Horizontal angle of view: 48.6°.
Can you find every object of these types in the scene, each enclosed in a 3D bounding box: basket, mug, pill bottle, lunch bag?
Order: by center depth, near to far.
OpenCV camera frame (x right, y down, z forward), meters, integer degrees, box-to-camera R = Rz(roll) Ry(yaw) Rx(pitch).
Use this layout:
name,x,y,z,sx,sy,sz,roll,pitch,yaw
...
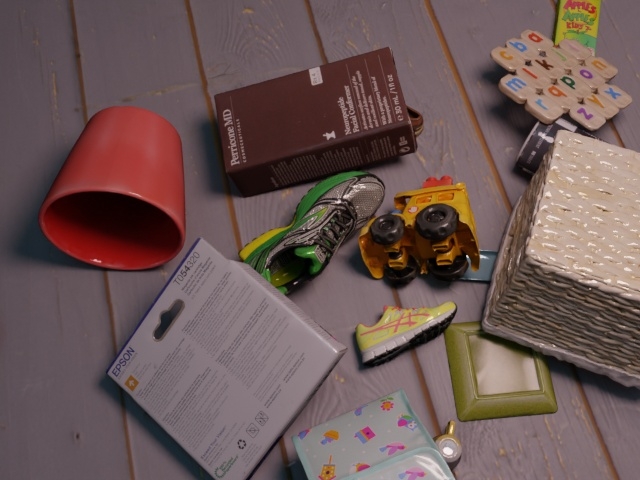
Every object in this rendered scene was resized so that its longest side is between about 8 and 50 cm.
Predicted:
name,x,y,z,sx,sy,sz,roll,pitch,yaw
lunch bag,0.097,0.401,1.150,0.223,0.160,0.262,-21,33,-6
mug,0.221,0.366,1.261,0.062,0.064,0.078,-16,67,-5
basket,0.507,0.031,1.269,0.331,0.266,0.328,20,58,8
pill bottle,0.535,-0.150,1.443,0.245,0.130,0.130,32,71,15

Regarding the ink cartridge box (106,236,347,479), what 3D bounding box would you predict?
name,x,y,z,sx,sy,sz,roll,pitch,yaw
ink cartridge box,-0.173,0.216,1.265,0.330,0.071,0.324,39,100,16

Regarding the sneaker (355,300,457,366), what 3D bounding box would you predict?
name,x,y,z,sx,sy,sz,roll,pitch,yaw
sneaker,0.159,0.155,1.344,0.208,0.081,0.094,-24,63,-4

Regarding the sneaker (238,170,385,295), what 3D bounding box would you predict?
name,x,y,z,sx,sy,sz,roll,pitch,yaw
sneaker,0.000,0.000,1.367,0.343,0.134,0.146,-42,30,-10

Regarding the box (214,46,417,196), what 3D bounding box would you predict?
name,x,y,z,sx,sy,sz,roll,pitch,yaw
box,-0.011,-0.241,1.459,0.381,0.143,0.191,-15,68,8

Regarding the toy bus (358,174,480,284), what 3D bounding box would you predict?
name,x,y,z,sx,sy,sz,roll,pitch,yaw
toy bus,0.198,-0.038,1.398,0.220,0.149,0.211,-7,45,18

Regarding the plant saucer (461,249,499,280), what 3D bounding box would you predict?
name,x,y,z,sx,sy,sz,roll,pitch,yaw
plant saucer,0.323,0.052,1.422,0.192,0.018,0.067,4,66,2

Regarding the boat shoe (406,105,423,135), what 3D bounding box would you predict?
name,x,y,z,sx,sy,sz,roll,pitch,yaw
boat shoe,0.146,-0.289,1.551,0.178,0.060,0.064,26,70,12

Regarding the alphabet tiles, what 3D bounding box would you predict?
name,x,y,z,sx,sy,sz,roll,pitch,yaw
alphabet tiles,0.503,-0.340,1.491,0.284,0.021,0.278,-34,67,-32

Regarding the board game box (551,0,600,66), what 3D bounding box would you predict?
name,x,y,z,sx,sy,sz,roll,pitch,yaw
board game box,0.588,-0.487,1.636,0.092,0.043,0.181,12,67,7

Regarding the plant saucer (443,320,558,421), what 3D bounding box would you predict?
name,x,y,z,sx,sy,sz,roll,pitch,yaw
plant saucer,0.339,0.232,1.327,0.188,0.045,0.188,-5,66,-1

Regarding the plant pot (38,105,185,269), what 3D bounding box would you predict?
name,x,y,z,sx,sy,sz,roll,pitch,yaw
plant pot,-0.385,-0.111,1.393,0.274,0.275,0.243,1,55,2
